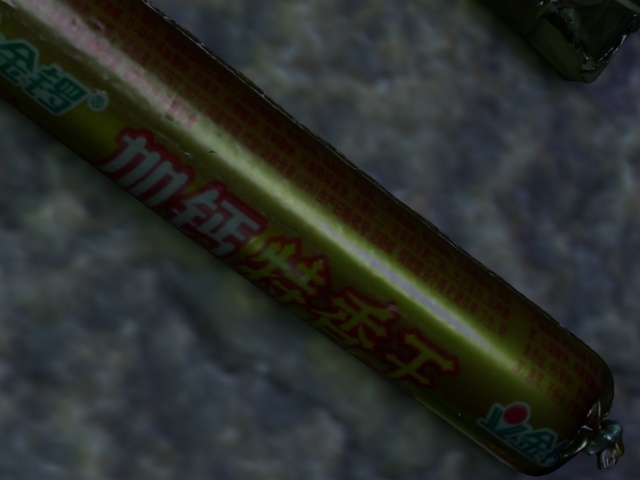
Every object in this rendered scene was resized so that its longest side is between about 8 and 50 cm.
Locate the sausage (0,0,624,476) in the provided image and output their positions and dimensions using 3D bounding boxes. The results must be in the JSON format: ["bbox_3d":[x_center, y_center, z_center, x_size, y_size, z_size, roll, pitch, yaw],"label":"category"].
[{"bbox_3d":[0.000,0.000,0.747,0.371,0.082,0.082,37,70,-17],"label":"sausage"}]

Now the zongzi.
[{"bbox_3d":[0.129,-0.152,0.815,0.109,0.055,0.119,40,98,-14],"label":"zongzi"}]
